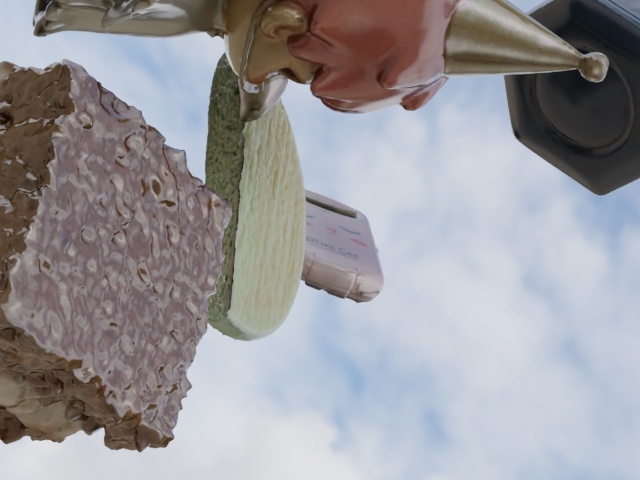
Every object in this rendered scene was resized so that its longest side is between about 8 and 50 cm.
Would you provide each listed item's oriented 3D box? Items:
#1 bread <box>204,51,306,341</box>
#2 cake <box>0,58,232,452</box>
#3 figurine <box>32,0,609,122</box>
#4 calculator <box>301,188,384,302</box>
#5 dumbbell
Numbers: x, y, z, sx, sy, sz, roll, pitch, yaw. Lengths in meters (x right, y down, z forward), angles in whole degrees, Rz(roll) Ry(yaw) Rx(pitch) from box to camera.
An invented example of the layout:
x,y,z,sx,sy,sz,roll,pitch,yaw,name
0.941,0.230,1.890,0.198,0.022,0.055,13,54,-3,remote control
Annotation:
x,y,z,sx,sy,sz,roll,pitch,yaw,name
-0.043,-0.017,1.200,0.036,0.193,0.112,-7,-26,22,bread
-0.136,0.009,0.789,0.147,0.134,0.135,-4,-33,28,cake
-0.022,-0.147,1.132,0.387,0.207,0.166,14,-72,1,figurine
0.000,0.000,1.579,0.175,0.100,0.032,-102,-145,-66,calculator
0.269,-0.159,1.396,0.144,0.316,0.156,10,-60,37,dumbbell
